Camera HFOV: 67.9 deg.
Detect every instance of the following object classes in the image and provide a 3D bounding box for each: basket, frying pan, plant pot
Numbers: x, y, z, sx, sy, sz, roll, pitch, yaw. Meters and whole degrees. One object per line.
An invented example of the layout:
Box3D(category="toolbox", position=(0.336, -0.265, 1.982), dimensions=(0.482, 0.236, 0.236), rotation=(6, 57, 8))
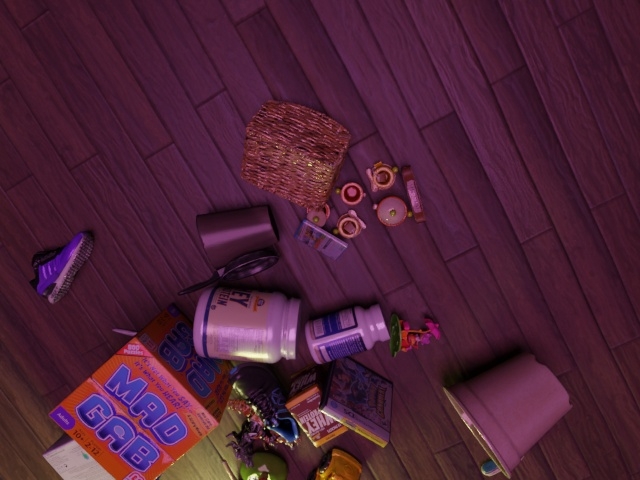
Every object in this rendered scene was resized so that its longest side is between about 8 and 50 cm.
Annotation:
Box3D(category="basket", position=(-0.260, -0.025, 1.551), dimensions=(0.226, 0.154, 0.205), rotation=(-18, 121, 2))
Box3D(category="frying pan", position=(-0.292, 0.108, 1.560), dimensions=(0.325, 0.197, 0.053), rotation=(-22, 77, -1))
Box3D(category="basket", position=(-0.076, -0.272, 1.483), dimensions=(0.298, 0.214, 0.223), rotation=(22, 143, 3))
Box3D(category="plant pot", position=(0.631, 0.543, 1.574), dimensions=(0.305, 0.334, 0.334), rotation=(-34, 99, -2))

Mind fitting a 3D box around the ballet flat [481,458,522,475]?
Box3D(category="ballet flat", position=(0.674, 0.818, 1.756), dimensions=(0.168, 0.057, 0.052), rotation=(-30, 128, 13))

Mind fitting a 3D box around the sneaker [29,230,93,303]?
Box3D(category="sneaker", position=(-0.906, 0.070, 1.629), dimensions=(0.146, 0.102, 0.293), rotation=(35, 103, -5))

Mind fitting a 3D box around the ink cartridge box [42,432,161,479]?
Box3D(category="ink cartridge box", position=(-0.779, 0.848, 1.751), dimensions=(0.269, 0.151, 0.396), rotation=(-30, 99, 27))

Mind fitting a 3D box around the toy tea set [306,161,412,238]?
Box3D(category="toy tea set", position=(0.121, -0.102, 1.523), dimensions=(0.335, 0.124, 0.200), rotation=(-26, 101, 8))

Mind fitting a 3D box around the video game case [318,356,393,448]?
Box3D(category="video game case", position=(0.128, 0.520, 1.593), dimensions=(0.248, 0.275, 0.035), rotation=(31, 117, -4))

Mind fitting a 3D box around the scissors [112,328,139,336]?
Box3D(category="scissors", position=(-0.604, 0.362, 1.723), dimensions=(0.296, 0.021, 0.109), rotation=(-3, 105, 2))

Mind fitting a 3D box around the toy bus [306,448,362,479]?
Box3D(category="toy bus", position=(0.044, 0.916, 1.724), dimensions=(0.149, 0.211, 0.220), rotation=(34, 104, -7))

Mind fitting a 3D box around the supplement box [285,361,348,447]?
Box3D(category="supplement box", position=(-0.008, 0.559, 1.650), dimensions=(0.129, 0.194, 0.191), rotation=(-33, 100, 9))

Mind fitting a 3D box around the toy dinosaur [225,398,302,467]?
Box3D(category="toy dinosaur", position=(-0.230, 0.675, 1.739), dimensions=(0.321, 0.164, 0.219), rotation=(34, 88, 13))

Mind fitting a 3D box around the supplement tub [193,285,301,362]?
Box3D(category="supplement tub", position=(-0.232, 0.280, 1.575), dimensions=(0.324, 0.235, 0.236), rotation=(4, 103, 2))

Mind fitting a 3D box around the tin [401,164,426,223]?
Box3D(category="tin", position=(0.295, -0.146, 1.516), dimensions=(0.040, 0.106, 0.190), rotation=(-15, 101, 14))

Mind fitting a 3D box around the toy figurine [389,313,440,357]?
Box3D(category="toy figurine", position=(0.329, 0.329, 1.632), dimensions=(0.159, 0.130, 0.173), rotation=(-1, 125, -6))

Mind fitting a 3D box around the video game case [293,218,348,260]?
Box3D(category="video game case", position=(0.000, 0.000, 1.569), dimensions=(0.166, 0.119, 0.015), rotation=(30, 60, -4))

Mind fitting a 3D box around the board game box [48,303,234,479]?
Box3D(category="board game box", position=(-0.541, 0.491, 1.546), dimensions=(0.356, 0.356, 0.357), rotation=(-41, 97, 5))

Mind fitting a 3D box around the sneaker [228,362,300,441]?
Box3D(category="sneaker", position=(-0.171, 0.533, 1.577), dimensions=(0.125, 0.140, 0.341), rotation=(-38, 118, 5))

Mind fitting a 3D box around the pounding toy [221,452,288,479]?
Box3D(category="pounding toy", position=(-0.242, 0.900, 1.769), dimensions=(0.236, 0.110, 0.183), rotation=(-13, 114, 9))

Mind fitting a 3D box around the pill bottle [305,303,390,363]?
Box3D(category="pill bottle", position=(0.093, 0.310, 1.608), dimensions=(0.264, 0.153, 0.153), rotation=(-18, 102, 7))
